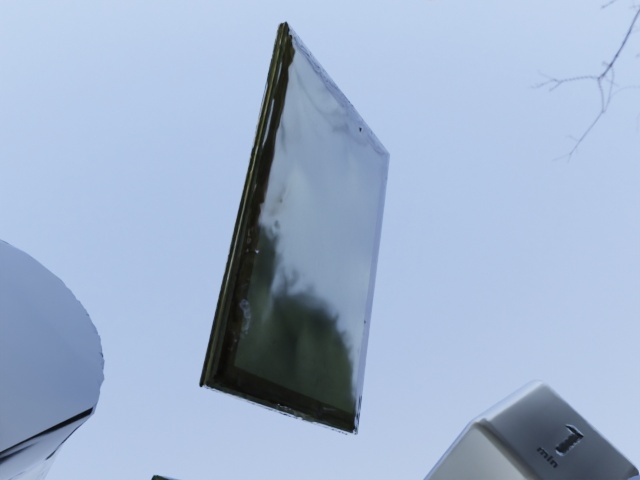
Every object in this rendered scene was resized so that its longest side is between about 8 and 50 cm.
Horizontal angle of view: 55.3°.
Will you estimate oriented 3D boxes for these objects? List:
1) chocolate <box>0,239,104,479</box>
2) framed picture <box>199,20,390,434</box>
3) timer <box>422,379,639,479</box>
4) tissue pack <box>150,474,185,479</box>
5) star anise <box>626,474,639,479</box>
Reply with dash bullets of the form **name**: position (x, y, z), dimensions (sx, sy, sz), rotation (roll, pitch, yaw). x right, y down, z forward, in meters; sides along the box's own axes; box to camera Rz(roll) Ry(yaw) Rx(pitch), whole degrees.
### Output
- **chocolate**: position (-0.358, 0.147, 0.439), dimensions (0.314, 0.326, 0.296), rotation (31, -83, 11)
- **framed picture**: position (0.000, 0.000, 0.404), dimensions (0.010, 0.173, 0.231), rotation (-4, -116, 29)
- **timer**: position (0.290, 0.347, 0.868), dimensions (0.195, 0.192, 0.194), rotation (-13, -132, -45)
- **tissue pack**: position (-0.139, 0.366, 0.794), dimensions (0.120, 0.169, 0.082), rotation (1, -117, 33)
- **star anise**: position (0.242, 0.081, 0.203), dimensions (0.360, 0.316, 0.139), rotation (-29, -89, -2)
